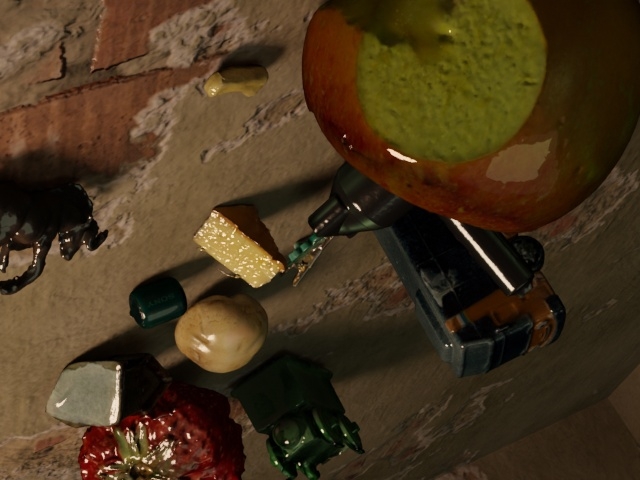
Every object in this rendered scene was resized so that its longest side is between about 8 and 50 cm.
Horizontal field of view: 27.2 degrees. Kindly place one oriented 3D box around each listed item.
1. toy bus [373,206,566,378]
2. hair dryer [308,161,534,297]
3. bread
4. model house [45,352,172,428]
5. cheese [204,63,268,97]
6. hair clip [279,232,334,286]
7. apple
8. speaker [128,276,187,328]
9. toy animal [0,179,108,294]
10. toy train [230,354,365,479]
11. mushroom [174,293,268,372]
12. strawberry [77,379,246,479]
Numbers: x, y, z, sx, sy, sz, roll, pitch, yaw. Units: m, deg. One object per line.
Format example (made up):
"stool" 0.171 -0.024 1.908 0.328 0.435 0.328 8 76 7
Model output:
"toy bus" 0.210 0.028 1.965 0.194 0.323 0.162 -25 157 -8
"hair dryer" 0.153 -0.014 1.835 0.244 0.302 0.116 -43 172 25
"bread" -0.113 0.017 1.817 0.080 0.109 0.084 -11 155 -47
"model house" -0.316 0.219 2.016 0.165 0.106 0.152 -2 -173 30
"cheese" -0.098 -0.181 1.515 0.083 0.030 0.044 -16 148 -45
"hair clip" -0.001 0.000 2.003 0.173 0.049 0.049 -44 155 16
"apple" 0.182 -0.201 1.502 0.384 0.374 0.374 25 131 -17
"speaker" -0.233 0.097 1.886 0.075 0.060 0.094 -20 156 -22
"toy animal" -0.348 -0.019 1.500 0.148 0.084 0.233 -53 148 7
"toy train" -0.031 0.334 2.453 0.145 0.202 0.266 -35 157 10
"mushroom" -0.149 0.138 2.013 0.148 0.112 0.148 -25 154 -13
"strawberry" -0.253 0.344 2.203 0.274 0.274 0.220 -38 -166 16
